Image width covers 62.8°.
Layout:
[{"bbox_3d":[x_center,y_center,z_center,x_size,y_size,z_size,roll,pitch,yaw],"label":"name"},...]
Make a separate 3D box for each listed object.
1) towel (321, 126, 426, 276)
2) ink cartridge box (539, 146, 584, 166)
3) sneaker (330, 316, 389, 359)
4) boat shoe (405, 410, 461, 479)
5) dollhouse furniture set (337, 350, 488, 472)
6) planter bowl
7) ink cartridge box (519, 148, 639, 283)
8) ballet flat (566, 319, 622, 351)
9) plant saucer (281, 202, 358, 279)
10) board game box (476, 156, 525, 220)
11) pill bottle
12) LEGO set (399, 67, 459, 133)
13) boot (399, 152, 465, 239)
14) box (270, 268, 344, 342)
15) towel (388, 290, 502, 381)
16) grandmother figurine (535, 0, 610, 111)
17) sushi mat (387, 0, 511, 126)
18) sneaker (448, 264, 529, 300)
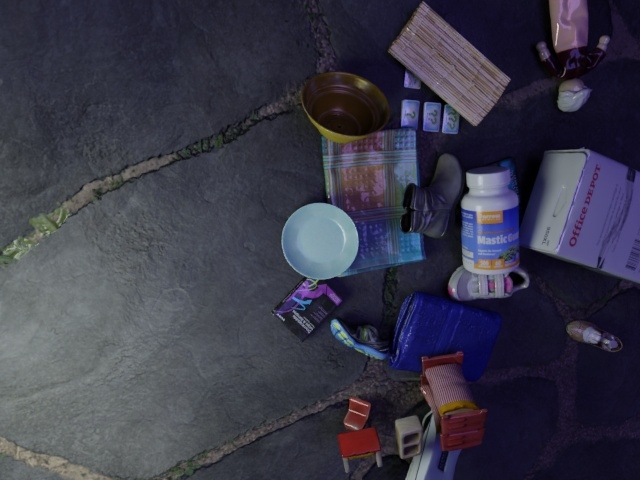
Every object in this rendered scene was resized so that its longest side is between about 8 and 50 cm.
[{"bbox_3d":[0.145,-0.101,1.375,0.271,0.040,0.370,-9,102,-18],"label":"towel"},{"bbox_3d":[0.724,-0.139,1.560,0.171,0.056,0.235,-22,103,-15],"label":"ink cartridge box"},{"bbox_3d":[0.107,0.253,1.409,0.188,0.067,0.078,31,66,-18],"label":"sneaker"},{"bbox_3d":[0.318,0.583,1.484,0.135,0.156,0.367,38,56,-14],"label":"boat shoe"},{"bbox_3d":[0.221,0.441,1.368,0.373,0.201,0.152,-9,127,-4],"label":"dollhouse furniture set"},{"bbox_3d":[0.053,-0.304,1.276,0.217,0.090,0.217,6,58,-9],"label":"planter bowl"},{"bbox_3d":[0.785,-0.062,1.476,0.394,0.166,0.286,16,92,-22],"label":"ink cartridge box"},{"bbox_3d":[0.879,0.305,1.664,0.206,0.067,0.073,17,93,-19],"label":"ballet flat"},{"bbox_3d":[0.000,0.000,1.324,0.194,0.037,0.195,1,100,5],"label":"plant saucer"},{"bbox_3d":[0.519,-0.134,1.508,0.126,0.026,0.186,-20,103,-16],"label":"board game box"},{"bbox_3d":[0.457,-0.057,1.418,0.152,0.152,0.272,-13,108,-17],"label":"pill bottle"},{"bbox_3d":[0.311,-0.412,1.384,0.182,0.060,0.244,1,100,-19],"label":"LEGO set"},{"bbox_3d":[0.289,-0.127,1.368,0.161,0.083,0.247,14,83,-37],"label":"boot"},{"bbox_3d":[-0.033,0.169,1.362,0.162,0.029,0.116,-46,108,-6],"label":"box"},{"bbox_3d":[0.350,0.274,1.486,0.308,0.076,0.228,16,99,-20],"label":"towel"},{"bbox_3d":[0.714,-0.541,1.488,0.207,0.104,0.343,-5,103,10],"label":"grandmother figurine"},{"bbox_3d":[0.336,-0.452,1.358,0.316,0.019,0.151,36,94,-12],"label":"sushi mat"},{"bbox_3d":[0.481,0.114,1.482,0.252,0.111,0.103,-15,102,-16],"label":"sneaker"}]
